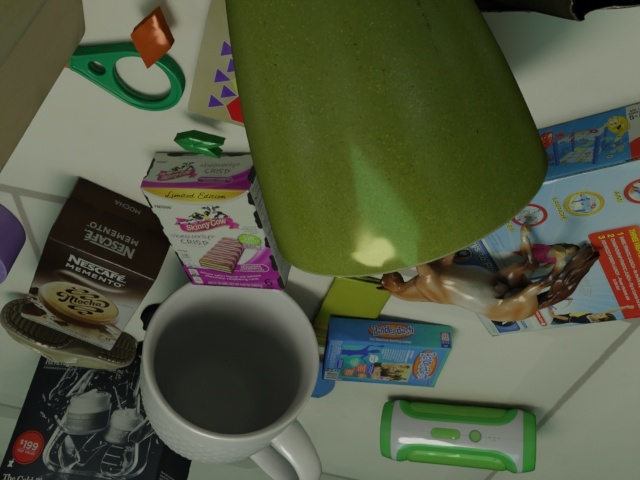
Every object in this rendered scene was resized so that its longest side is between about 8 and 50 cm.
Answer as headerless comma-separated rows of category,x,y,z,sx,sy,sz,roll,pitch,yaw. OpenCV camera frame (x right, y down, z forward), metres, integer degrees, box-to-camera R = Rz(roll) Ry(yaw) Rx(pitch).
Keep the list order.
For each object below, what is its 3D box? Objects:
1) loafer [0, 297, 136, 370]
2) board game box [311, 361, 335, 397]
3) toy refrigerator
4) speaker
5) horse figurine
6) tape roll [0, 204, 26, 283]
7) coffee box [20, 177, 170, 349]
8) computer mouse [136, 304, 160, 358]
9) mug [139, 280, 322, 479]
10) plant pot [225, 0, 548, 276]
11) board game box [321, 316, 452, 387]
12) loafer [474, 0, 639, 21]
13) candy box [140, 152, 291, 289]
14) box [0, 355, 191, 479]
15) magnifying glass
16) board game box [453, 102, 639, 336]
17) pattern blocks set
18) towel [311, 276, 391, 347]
loafer,-0.507,0.202,1.407,0.268,0.102,0.092,27,135,-19
board game box,-0.052,0.259,1.410,0.169,0.033,0.133,8,137,2
toy refrigerator,-0.336,-0.178,0.712,0.094,0.269,0.102,14,144,-1
speaker,0.273,0.388,1.407,0.297,0.131,0.131,1,142,14
horse figurine,0.200,0.042,0.874,0.263,0.066,0.174,9,138,9
tape roll,-0.601,-0.006,1.178,0.189,0.080,0.189,7,144,5
coffee box,-0.366,0.050,1.150,0.168,0.119,0.297,25,142,-15
computer mouse,-0.332,0.194,1.397,0.071,0.041,0.242,19,144,-10
mug,-0.140,0.281,1.216,0.374,0.276,0.328,45,150,11
plant pot,0.034,-0.166,0.631,0.275,0.275,0.293,-8,121,26
board game box,0.112,0.201,1.251,0.210,0.047,0.160,5,143,-2
loafer,0.214,-0.239,0.630,0.220,0.078,0.080,-1,141,18
candy box,-0.142,-0.022,1.029,0.159,0.071,0.233,2,142,15
box,-0.451,0.421,1.492,0.343,0.312,0.179,2,149,13
magnifying glass,-0.278,-0.215,0.856,0.231,0.026,0.092,14,144,-5
board game box,0.311,-0.006,0.905,0.302,0.086,0.308,-12,137,29
pattern blocks set,-0.066,-0.199,0.798,0.285,0.026,0.325,21,138,-16
towel,0.046,0.127,1.218,0.102,0.021,0.237,12,143,-8
